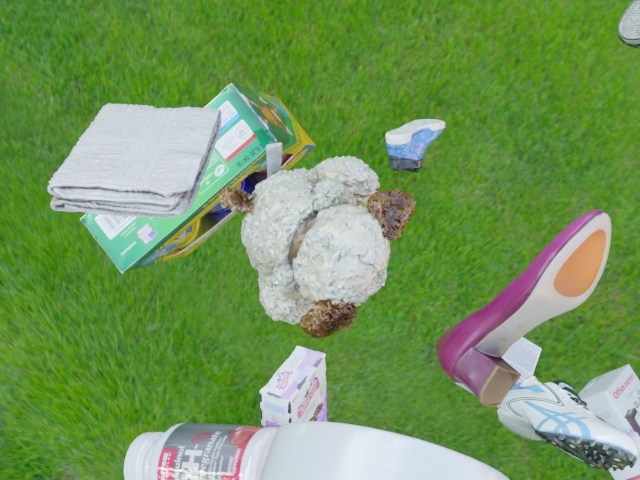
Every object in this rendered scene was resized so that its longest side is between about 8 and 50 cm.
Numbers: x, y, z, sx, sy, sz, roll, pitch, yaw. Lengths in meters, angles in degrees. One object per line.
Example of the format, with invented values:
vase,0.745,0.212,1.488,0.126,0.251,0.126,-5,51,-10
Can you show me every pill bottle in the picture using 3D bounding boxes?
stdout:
pill bottle,-0.213,0.440,1.575,0.318,0.176,0.176,-5,71,29

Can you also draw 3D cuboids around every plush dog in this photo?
plush dog,0.000,0.000,1.090,0.210,0.225,0.262,29,88,-48

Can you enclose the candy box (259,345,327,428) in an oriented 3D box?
candy box,-0.052,0.344,1.681,0.070,0.196,0.165,13,33,23

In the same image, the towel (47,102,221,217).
towel,-0.250,-0.122,1.150,0.187,0.049,0.282,4,34,1

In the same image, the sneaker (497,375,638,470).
sneaker,0.294,0.211,0.984,0.085,0.237,0.086,34,81,-16

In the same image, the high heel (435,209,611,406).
high heel,0.328,0.085,1.390,0.127,0.181,0.377,31,99,-33

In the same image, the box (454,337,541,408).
box,0.352,0.249,1.636,0.126,0.072,0.137,31,69,-13

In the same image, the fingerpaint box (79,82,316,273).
fingerpaint box,-0.256,-0.134,1.856,0.445,0.371,0.163,-39,86,12

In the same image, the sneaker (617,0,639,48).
sneaker,0.647,-0.470,1.446,0.146,0.343,0.134,-4,64,-31

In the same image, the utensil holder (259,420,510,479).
utensil holder,0.040,0.437,0.919,0.327,0.327,0.386,19,63,-7

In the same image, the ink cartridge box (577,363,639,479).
ink cartridge box,0.484,0.300,1.288,0.127,0.072,0.175,-22,78,-51

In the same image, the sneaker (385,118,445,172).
sneaker,0.178,-0.173,1.529,0.152,0.058,0.085,-27,120,-43
